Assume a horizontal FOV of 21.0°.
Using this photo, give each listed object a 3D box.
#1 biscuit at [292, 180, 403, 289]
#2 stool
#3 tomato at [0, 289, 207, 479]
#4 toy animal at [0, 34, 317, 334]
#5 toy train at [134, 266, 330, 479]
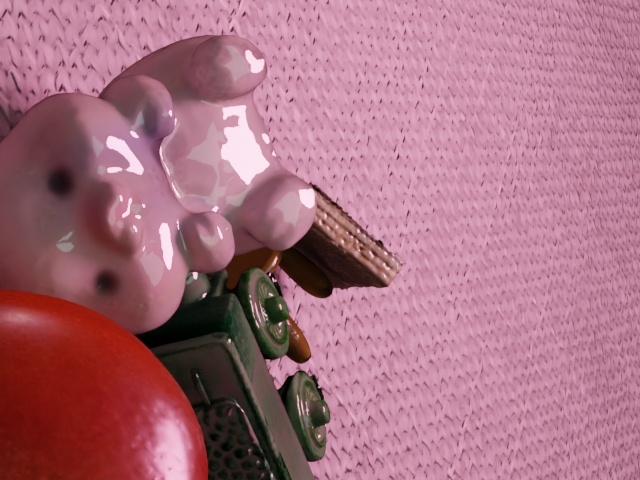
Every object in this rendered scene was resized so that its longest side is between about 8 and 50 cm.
[{"bbox_3d":[0.000,0.000,1.653,0.121,0.199,0.040,39,78,-11],"label":"biscuit"},{"bbox_3d":[-0.063,0.048,1.626,0.134,0.135,0.110,-36,127,-7],"label":"stool"},{"bbox_3d":[-0.231,0.200,1.138,0.272,0.341,0.341,17,64,-24],"label":"tomato"},{"bbox_3d":[-0.197,-0.017,1.355,0.367,0.241,0.196,-34,103,-41],"label":"toy animal"},{"bbox_3d":[-0.085,0.145,1.493,0.202,0.145,0.266,-77,149,-60],"label":"toy train"}]
